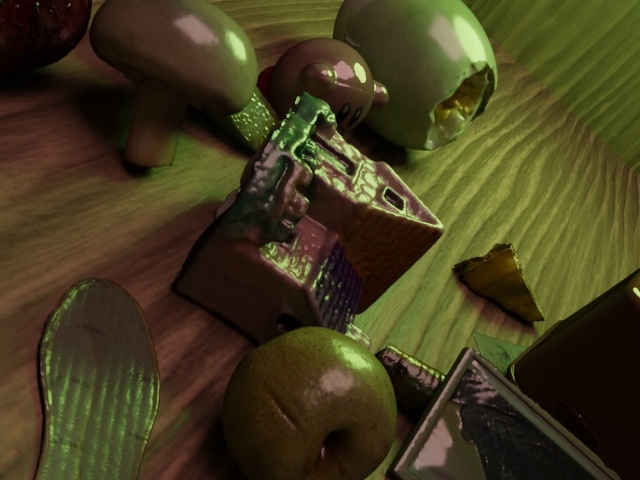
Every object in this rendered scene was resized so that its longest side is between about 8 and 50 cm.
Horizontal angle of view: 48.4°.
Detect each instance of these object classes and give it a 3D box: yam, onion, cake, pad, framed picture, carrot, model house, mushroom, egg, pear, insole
[{"bbox_3d":[-0.164,-0.234,1.019,0.259,0.106,0.106,34,33,-10],"label":"yam"},{"bbox_3d":[-0.363,-0.309,0.776,0.252,0.219,0.252,20,47,-23],"label":"onion"},{"bbox_3d":[0.304,0.088,1.206,0.185,0.116,0.079,57,20,-46],"label":"cake"},{"bbox_3d":[0.354,0.231,1.115,0.265,0.009,0.159,20,38,-32],"label":"pad"},{"bbox_3d":[0.225,0.276,0.832,0.265,0.018,0.192,40,59,-3],"label":"framed picture"},{"bbox_3d":[0.168,0.217,0.879,0.260,0.070,0.070,35,32,-7],"label":"carrot"},{"bbox_3d":[0.000,0.000,0.818,0.237,0.202,0.237,36,33,-10],"label":"model house"},{"bbox_3d":[-0.185,-0.192,0.864,0.207,0.215,0.207,18,3,-1],"label":"mushroom"},{"bbox_3d":[0.156,-0.342,1.327,0.336,0.278,0.278,49,32,19],"label":"egg"},{"bbox_3d":[-0.012,0.160,0.665,0.167,0.167,0.136,17,23,-35],"label":"pear"},{"bbox_3d":[-0.193,0.162,0.598,0.119,0.009,0.348,26,35,-26],"label":"insole"}]

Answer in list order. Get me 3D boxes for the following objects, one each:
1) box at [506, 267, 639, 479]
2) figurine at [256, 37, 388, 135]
[{"bbox_3d":[0.488,0.190,1.093,0.239,0.229,0.339,52,31,15],"label":"box"},{"bbox_3d":[0.006,-0.242,1.146,0.173,0.173,0.173,28,35,-22],"label":"figurine"}]
